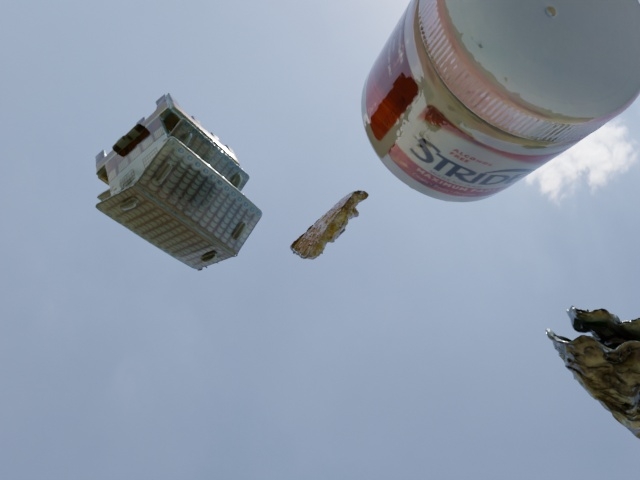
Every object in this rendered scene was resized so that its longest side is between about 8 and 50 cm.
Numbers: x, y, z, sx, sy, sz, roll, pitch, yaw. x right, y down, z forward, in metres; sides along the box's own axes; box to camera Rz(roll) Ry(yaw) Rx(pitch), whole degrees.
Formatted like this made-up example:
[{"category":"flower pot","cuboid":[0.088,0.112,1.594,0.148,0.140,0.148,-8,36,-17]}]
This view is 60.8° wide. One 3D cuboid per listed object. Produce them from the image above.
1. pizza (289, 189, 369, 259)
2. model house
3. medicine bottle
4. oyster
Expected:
[{"category":"pizza","cuboid":[0.000,0.000,0.582,0.026,0.108,0.123,44,-57,-9]},{"category":"model house","cuboid":[-0.241,-0.090,0.924,0.198,0.224,0.215,-38,-135,10]},{"category":"medicine bottle","cuboid":[0.199,-0.196,0.653,0.252,0.253,0.241,50,-21,4]},{"category":"oyster","cuboid":[0.393,0.181,0.639,0.268,0.198,0.112,38,-89,29]}]
